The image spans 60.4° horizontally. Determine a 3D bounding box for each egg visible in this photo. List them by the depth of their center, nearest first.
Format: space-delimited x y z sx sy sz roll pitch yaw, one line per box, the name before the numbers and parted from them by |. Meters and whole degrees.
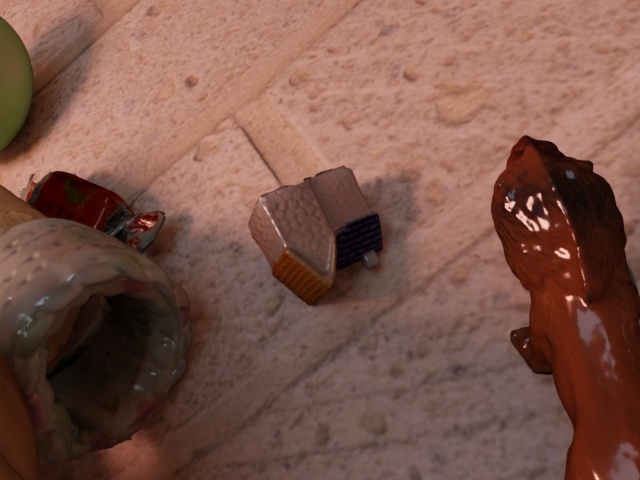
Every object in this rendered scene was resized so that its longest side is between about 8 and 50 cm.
egg | -0.558 -0.236 0.830 0.220 0.220 0.270 -7 54 25

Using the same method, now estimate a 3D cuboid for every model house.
model house | 0.000 0.000 0.515 0.100 0.088 0.100 -24 78 -22

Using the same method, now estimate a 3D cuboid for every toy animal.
toy animal | 0.166 0.076 0.339 0.097 0.157 0.312 -16 59 21

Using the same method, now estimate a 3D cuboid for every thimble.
thimble | -0.237 0.095 0.523 0.149 0.185 0.211 21 86 35

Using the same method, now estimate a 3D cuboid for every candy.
candy | -0.301 -0.036 0.696 0.292 0.059 0.086 20 80 34

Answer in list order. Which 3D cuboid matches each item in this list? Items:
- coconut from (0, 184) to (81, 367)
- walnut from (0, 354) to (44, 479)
coconut | -0.412 0.040 0.613 0.244 0.239 0.239 28 81 30
walnut | -0.314 0.193 0.285 0.381 0.381 0.381 -12 62 22
